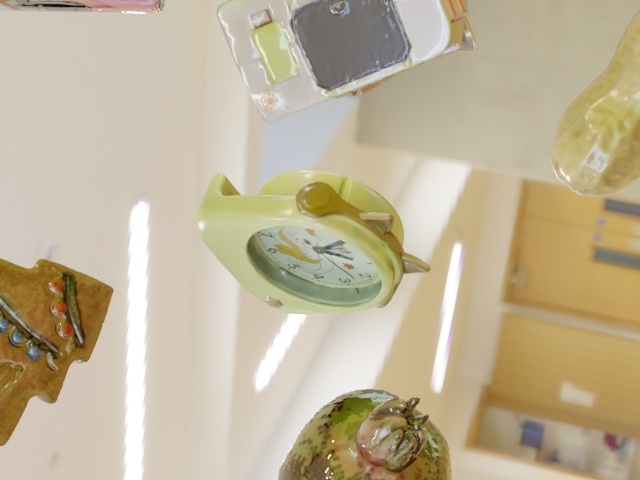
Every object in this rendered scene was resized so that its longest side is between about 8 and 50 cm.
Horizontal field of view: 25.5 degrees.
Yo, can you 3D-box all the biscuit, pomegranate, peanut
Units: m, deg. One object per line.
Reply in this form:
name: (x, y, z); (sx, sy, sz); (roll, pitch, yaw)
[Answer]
biscuit: (-0.434, 0.124, 1.997); (0.278, 0.301, 0.043); (61, 164, 1)
pomegranate: (0.085, 0.348, 2.149); (0.340, 0.285, 0.285); (112, 177, -58)
peanut: (0.382, -0.177, 1.664); (0.290, 0.130, 0.130); (-54, -8, 10)

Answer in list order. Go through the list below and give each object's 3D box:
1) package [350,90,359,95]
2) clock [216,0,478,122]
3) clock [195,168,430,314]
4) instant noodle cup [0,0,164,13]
package: (0.032, -0.269, 1.925); (0.047, 0.071, 0.131); (-27, 60, 55)
clock: (0.064, -0.256, 1.590); (0.166, 0.235, 0.309); (67, -156, -9)
clock: (0.000, 0.000, 2.248); (0.286, 0.348, 0.117); (52, -134, -42)
instant noodle cup: (-0.289, -0.342, 1.542); (0.244, 0.255, 0.244); (-175, 90, -86)
